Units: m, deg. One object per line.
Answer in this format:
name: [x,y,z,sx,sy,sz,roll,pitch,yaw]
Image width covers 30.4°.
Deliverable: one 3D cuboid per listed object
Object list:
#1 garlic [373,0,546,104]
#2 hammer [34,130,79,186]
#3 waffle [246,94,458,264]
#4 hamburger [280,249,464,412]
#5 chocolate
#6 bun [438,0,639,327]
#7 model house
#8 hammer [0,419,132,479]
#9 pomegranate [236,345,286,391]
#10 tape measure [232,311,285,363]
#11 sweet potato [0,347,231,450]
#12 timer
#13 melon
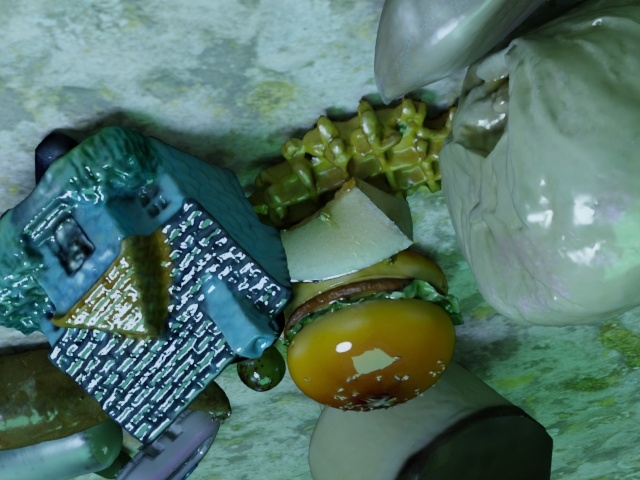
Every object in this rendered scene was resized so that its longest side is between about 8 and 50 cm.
garlic: [0.154,-0.231,0.983,0.318,0.112,0.143,-31,171,21]
hammer: [-0.295,-0.023,1.266,0.137,0.037,0.290,-3,150,-17]
waffle: [0.056,-0.055,1.298,0.260,0.069,0.293,12,142,-35]
hamburger: [0.068,0.127,1.511,0.246,0.170,0.246,-6,151,-3]
chocolate: [0.141,0.324,1.740,0.314,0.297,0.326,-22,123,-27]
bun: [0.230,-0.096,1.035,0.213,0.361,0.361,35,132,-18]
model house: [-0.179,0.068,1.179,0.261,0.241,0.226,-48,146,17]
hammer: [-0.365,0.326,1.783,0.206,0.119,0.335,-14,156,9]
pomegranate: [-0.085,0.173,1.636,0.073,0.073,0.084,-17,150,11]
tape measure: [-0.134,0.085,1.434,0.186,0.112,0.199,-9,151,-8]
sweet potato: [-0.318,0.202,1.563,0.422,0.130,0.130,-3,150,-24]
timer: [-0.244,0.346,1.790,0.208,0.069,0.191,-41,168,-33]
melon: [0.007,0.002,1.270,0.098,0.054,0.182,27,133,-34]
